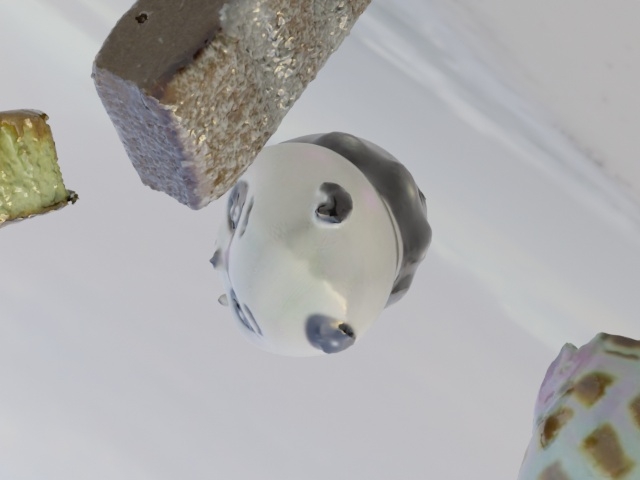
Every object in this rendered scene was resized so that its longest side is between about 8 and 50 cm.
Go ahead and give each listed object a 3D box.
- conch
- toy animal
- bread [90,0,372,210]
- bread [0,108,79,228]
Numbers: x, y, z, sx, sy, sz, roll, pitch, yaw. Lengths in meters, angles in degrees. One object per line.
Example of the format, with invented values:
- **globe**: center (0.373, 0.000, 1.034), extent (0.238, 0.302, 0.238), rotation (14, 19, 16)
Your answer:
- **conch**: center (0.323, 0.285, 1.612), extent (0.368, 0.249, 0.197), rotation (52, -155, -23)
- **toy animal**: center (0.000, 0.000, 1.793), extent (0.251, 0.251, 0.310), rotation (35, -162, -4)
- **bread**: center (-0.026, -0.230, 1.335), extent (0.113, 0.417, 0.165), rotation (25, 159, 27)
- **bread**: center (-0.224, -0.038, 0.953), extent (0.140, 0.069, 0.128), rotation (-16, -171, -25)
